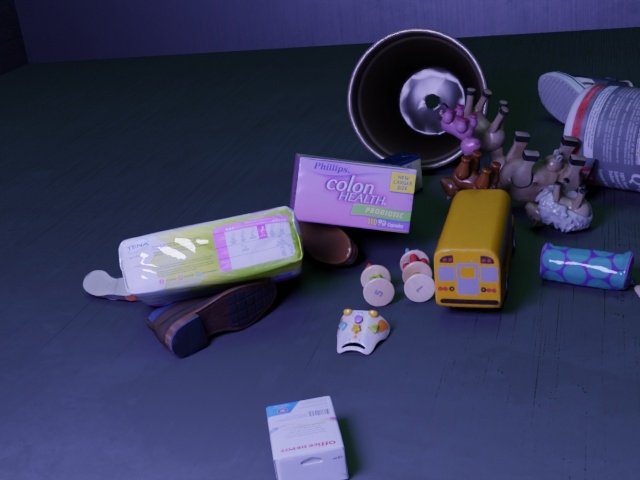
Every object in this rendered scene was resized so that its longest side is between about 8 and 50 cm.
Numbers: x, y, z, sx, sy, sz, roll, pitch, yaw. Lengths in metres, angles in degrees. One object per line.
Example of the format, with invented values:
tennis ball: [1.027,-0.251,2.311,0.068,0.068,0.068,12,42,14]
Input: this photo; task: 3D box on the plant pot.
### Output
plant pot: [0.248,-0.336,2.272,0.323,0.323,0.280,-1,7,14]

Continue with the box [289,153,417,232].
box: [0.055,-0.094,1.804,0.213,0.117,0.243,7,5,-4]

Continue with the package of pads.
package of pads: [-0.177,0.034,1.597,0.296,0.101,0.229,-12,-9,-4]

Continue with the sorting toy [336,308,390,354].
sorting toy: [0.059,0.148,1.473,0.083,0.045,0.075,1,43,18]

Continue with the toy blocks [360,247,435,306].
toy blocks: [0.130,0.055,1.641,0.123,0.054,0.148,-6,23,2]

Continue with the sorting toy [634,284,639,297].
sorting toy: [0.539,0.076,1.524,0.062,0.012,0.083,-6,23,2]

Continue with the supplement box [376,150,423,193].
supplement box: [0.172,-0.139,2.052,0.083,0.083,0.056,-24,28,-35]

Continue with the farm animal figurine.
farm animal figurine: [0.375,-0.139,1.890,0.327,0.172,0.330,15,39,5]

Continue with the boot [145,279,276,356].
boot: [-0.183,0.109,1.571,0.219,0.082,0.106,-26,31,-33]

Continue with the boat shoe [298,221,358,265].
boat shoe: [0.000,0.000,1.792,0.207,0.073,0.073,26,-1,43]

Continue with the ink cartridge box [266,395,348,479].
ink cartridge box: [-0.018,0.257,1.207,0.088,0.052,0.122,-9,21,-4]

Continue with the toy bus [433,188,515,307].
toy bus: [0.267,0.007,1.616,0.108,0.130,0.332,0,24,16]

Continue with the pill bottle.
pill bottle: [0.684,-0.191,1.862,0.363,0.210,0.210,14,31,41]

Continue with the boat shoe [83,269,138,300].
boat shoe: [-0.376,0.086,1.735,0.137,0.049,0.043,5,-17,32]

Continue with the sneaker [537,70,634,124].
sneaker: [0.681,-0.341,2.337,0.127,0.126,0.321,-22,37,-22]

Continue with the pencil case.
pencil case: [0.441,0.041,1.569,0.152,0.064,0.070,8,43,30]
